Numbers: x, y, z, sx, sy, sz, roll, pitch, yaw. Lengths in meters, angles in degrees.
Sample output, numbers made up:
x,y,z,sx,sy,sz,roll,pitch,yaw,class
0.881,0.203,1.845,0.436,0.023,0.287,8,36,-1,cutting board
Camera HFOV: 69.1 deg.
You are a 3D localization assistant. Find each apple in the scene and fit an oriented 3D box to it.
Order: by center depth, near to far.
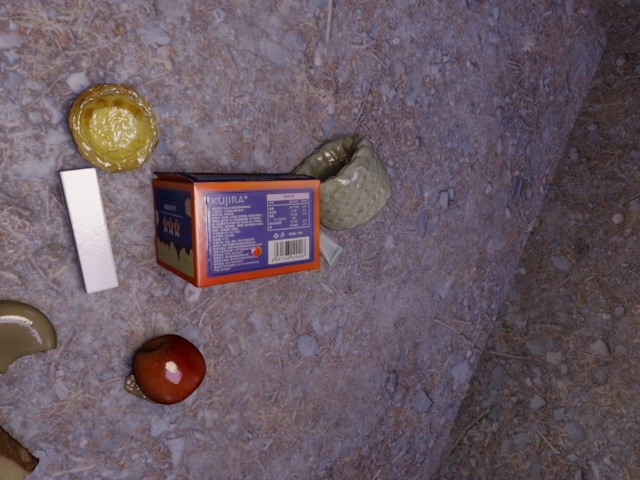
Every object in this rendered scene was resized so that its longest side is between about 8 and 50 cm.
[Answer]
x,y,z,sx,sy,sz,roll,pitch,yaw,class
-0.408,0.346,1.264,0.180,0.181,0.169,-32,109,-27,apple

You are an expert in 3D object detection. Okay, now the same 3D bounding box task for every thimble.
x,y,z,sx,sy,sz,roll,pitch,yaw,class
0.064,-0.177,1.450,0.291,0.291,0.195,-47,123,-19,thimble

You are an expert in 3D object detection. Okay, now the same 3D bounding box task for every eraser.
x,y,z,sx,sy,sz,roll,pitch,yaw,class
-0.568,-0.026,1.138,0.078,0.076,0.299,-14,106,-33,eraser

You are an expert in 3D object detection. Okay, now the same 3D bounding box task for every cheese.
x,y,z,sx,sy,sz,roll,pitch,yaw,class
-0.719,0.224,1.069,0.202,0.091,0.176,4,98,-36,cheese

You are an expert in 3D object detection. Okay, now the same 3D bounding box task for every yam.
x,y,z,sx,sy,sz,roll,pitch,yaw,class
-0.777,0.485,1.061,0.127,0.129,0.239,-21,115,7,yam

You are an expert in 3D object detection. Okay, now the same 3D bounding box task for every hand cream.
x,y,z,sx,sy,sz,roll,pitch,yaw,class
0.000,0.000,1.570,0.205,0.049,0.078,45,73,-37,hand cream

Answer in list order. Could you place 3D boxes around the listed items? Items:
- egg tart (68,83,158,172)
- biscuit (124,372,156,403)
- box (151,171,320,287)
x,y,z,sx,sy,sz,roll,pitch,yaw,class
-0.501,-0.273,1.131,0.212,0.090,0.213,-8,104,-32,egg tart
-0.485,0.416,1.318,0.147,0.018,0.071,42,75,-35,biscuit
-0.225,-0.052,1.230,0.348,0.318,0.257,-6,103,-34,box
